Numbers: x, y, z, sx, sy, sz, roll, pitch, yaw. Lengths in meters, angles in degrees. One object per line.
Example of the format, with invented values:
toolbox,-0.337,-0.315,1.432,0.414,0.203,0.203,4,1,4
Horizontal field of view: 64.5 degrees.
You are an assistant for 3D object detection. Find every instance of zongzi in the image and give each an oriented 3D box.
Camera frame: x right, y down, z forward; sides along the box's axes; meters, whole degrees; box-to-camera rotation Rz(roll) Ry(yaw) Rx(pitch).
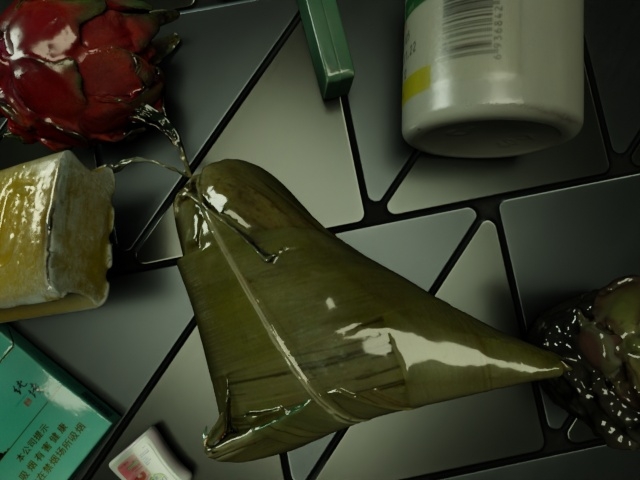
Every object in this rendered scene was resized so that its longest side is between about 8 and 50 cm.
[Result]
zongzi,0.000,0.000,0.581,0.419,0.181,0.446,-20,84,22

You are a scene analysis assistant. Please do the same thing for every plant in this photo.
plant,0.360,0.137,0.588,0.178,0.234,0.204,-21,80,-8

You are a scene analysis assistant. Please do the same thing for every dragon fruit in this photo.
dragon fruit,-0.292,-0.220,0.635,0.274,0.193,0.192,-40,57,-5

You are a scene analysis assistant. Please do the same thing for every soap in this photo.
soap,-0.374,0.007,0.598,0.274,0.089,0.173,-11,72,23

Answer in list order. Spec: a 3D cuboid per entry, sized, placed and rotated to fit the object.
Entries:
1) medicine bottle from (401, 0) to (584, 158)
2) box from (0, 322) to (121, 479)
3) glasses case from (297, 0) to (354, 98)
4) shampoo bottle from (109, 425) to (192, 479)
medicine bottle,0.209,-0.287,0.625,0.209,0.208,0.339,3,85,0
box,-0.404,0.228,0.662,0.229,0.041,0.162,38,86,3
glasses case,0.002,-0.292,0.688,0.040,0.078,0.184,-14,86,-5
shampoo bottle,-0.215,0.302,0.657,0.072,0.043,0.099,-40,87,-3
